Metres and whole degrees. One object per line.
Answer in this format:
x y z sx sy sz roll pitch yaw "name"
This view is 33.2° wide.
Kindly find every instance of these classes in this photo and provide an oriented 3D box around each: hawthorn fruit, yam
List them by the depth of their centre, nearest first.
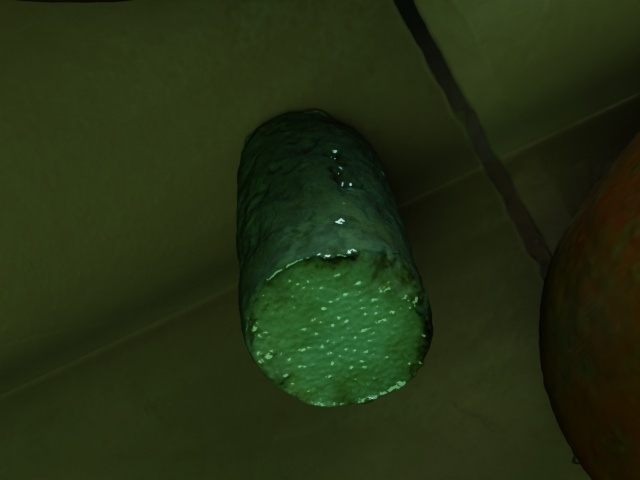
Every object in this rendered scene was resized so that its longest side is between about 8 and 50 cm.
0.239 0.058 0.596 0.277 0.277 0.298 37 135 -7 "hawthorn fruit"
0.000 0.000 0.652 0.107 0.194 0.107 -3 122 -5 "yam"

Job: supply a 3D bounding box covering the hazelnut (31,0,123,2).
-0.123 -0.271 0.462 0.365 0.366 0.366 4 115 9 "hazelnut"
